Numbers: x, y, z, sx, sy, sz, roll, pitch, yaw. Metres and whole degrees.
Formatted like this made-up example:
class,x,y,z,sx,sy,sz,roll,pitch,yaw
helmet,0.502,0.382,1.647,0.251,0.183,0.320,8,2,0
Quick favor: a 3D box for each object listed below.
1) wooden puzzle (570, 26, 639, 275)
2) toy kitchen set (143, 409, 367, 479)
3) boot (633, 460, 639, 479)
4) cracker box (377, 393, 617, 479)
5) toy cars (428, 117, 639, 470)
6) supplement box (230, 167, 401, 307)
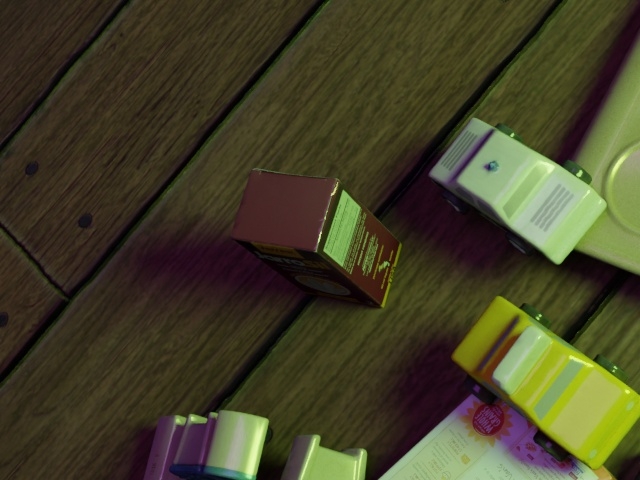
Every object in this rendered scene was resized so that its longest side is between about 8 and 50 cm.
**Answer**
class,x,y,z,sx,sy,sz,roll,pitch,yaw
wooden puzzle,0.428,-0.082,1.133,0.348,0.080,0.322,23,80,36
toy kitchen set,-0.076,0.263,1.235,0.207,0.166,0.122,-19,54,60
boot,0.353,0.280,1.023,0.198,0.077,0.137,20,83,44
cracker box,0.151,0.256,1.125,0.232,0.067,0.156,-42,56,3
toy cars,0.189,0.028,1.115,0.176,0.087,0.393,-18,58,24
supplement box,0.000,0.000,1.232,0.104,0.188,0.081,9,74,28
